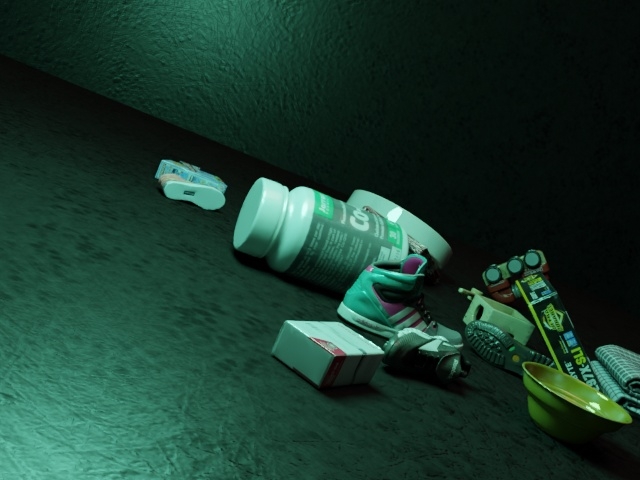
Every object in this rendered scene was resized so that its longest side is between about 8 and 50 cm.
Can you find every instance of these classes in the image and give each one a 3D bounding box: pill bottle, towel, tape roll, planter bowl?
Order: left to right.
[{"bbox_3d":[0.000,0.000,1.724,0.361,0.204,0.204,20,10,-19],"label":"pill bottle"},{"bbox_3d":[0.254,-0.030,2.507,0.392,0.072,0.392,34,-8,5],"label":"tape roll"},{"bbox_3d":[0.252,0.020,2.336,0.237,0.037,0.329,38,-5,25],"label":"towel"},{"bbox_3d":[0.463,0.321,1.427,0.217,0.090,0.217,23,9,-4],"label":"planter bowl"},{"bbox_3d":[0.844,0.381,1.912,0.284,0.121,0.235,23,11,-4],"label":"towel"}]

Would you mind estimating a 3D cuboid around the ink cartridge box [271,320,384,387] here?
[{"bbox_3d":[0.014,0.180,1.211,0.109,0.063,0.151,30,11,34],"label":"ink cartridge box"}]

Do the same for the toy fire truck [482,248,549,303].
[{"bbox_3d":[0.709,0.173,2.634,0.246,0.217,0.158,67,16,4],"label":"toy fire truck"}]

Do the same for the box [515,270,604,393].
[{"bbox_3d":[0.572,0.223,1.839,0.257,0.079,0.322,66,11,-3],"label":"box"}]

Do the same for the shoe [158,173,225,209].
[{"bbox_3d":[-0.347,-0.136,2.037,0.178,0.063,0.081,12,19,-32],"label":"shoe"}]

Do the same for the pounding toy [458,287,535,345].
[{"bbox_3d":[0.424,0.198,1.977,0.181,0.094,0.206,22,10,-13],"label":"pounding toy"}]

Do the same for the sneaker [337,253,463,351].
[{"bbox_3d":[0.199,0.124,1.599,0.296,0.178,0.124,20,10,-20],"label":"sneaker"}]

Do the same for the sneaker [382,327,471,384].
[{"bbox_3d":[0.208,0.220,1.410,0.106,0.078,0.234,29,9,39],"label":"sneaker"}]

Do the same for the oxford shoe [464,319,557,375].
[{"bbox_3d":[0.436,0.263,1.752,0.227,0.082,0.096,34,1,21],"label":"oxford shoe"}]

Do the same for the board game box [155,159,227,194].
[{"bbox_3d":[-0.395,-0.191,2.235,0.194,0.060,0.194,20,11,-27],"label":"board game box"}]
